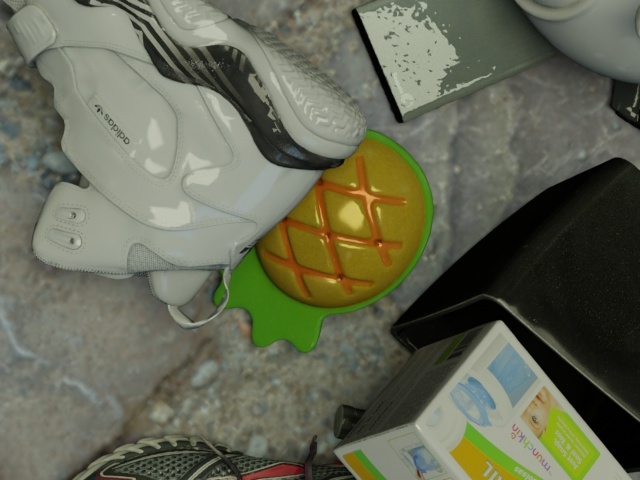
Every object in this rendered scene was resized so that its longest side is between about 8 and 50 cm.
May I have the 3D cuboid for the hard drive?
[{"bbox_3d":[0.102,-0.158,1.422,0.135,0.022,0.094,-24,94,-11],"label":"hard drive"}]

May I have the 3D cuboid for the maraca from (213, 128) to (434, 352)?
[{"bbox_3d":[0.000,0.000,1.365,0.127,0.099,0.186,46,106,3],"label":"maraca"}]

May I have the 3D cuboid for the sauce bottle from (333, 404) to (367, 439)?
[{"bbox_3d":[0.074,0.147,1.404,0.128,0.042,0.042,12,87,-9],"label":"sauce bottle"}]

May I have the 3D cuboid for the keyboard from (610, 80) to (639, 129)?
[{"bbox_3d":[0.351,-0.222,1.471,0.201,0.033,0.317,12,88,-12],"label":"keyboard"}]

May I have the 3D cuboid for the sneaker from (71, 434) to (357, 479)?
[{"bbox_3d":[-0.044,0.201,1.343,0.299,0.112,0.121,-2,90,-11],"label":"sneaker"}]

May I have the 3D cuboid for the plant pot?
[{"bbox_3d":[0.195,0.049,1.368,0.188,0.187,0.167,39,69,-9],"label":"plant pot"}]

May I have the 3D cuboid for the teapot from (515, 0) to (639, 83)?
[{"bbox_3d":[0.205,-0.233,1.324,0.187,0.256,0.252,0,83,-31],"label":"teapot"}]

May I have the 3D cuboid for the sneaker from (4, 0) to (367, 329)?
[{"bbox_3d":[-0.166,-0.103,1.302,0.366,0.137,0.210,35,98,8],"label":"sneaker"}]

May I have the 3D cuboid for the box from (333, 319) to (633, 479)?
[{"bbox_3d":[0.128,0.174,1.281,0.203,0.103,0.114,49,55,-10],"label":"box"}]
